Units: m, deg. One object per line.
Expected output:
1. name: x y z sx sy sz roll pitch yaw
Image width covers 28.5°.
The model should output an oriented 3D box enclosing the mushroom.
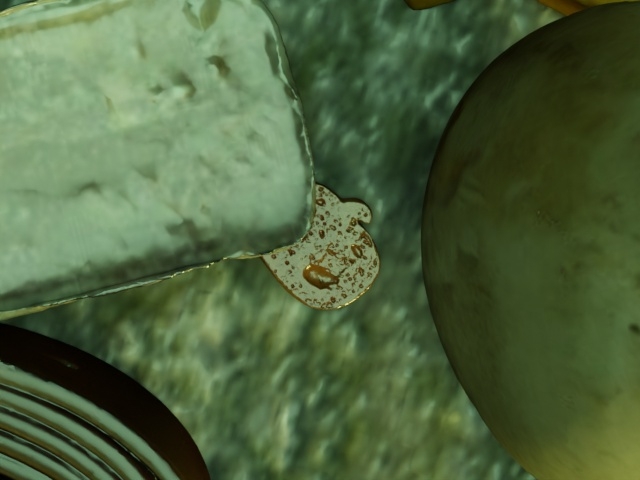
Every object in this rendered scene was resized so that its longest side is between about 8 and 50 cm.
1. mushroom: 0.214 0.005 0.719 0.290 0.292 0.292 -7 95 -18

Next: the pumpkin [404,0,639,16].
1. pumpkin: 0.127 -0.247 0.770 0.258 0.095 0.290 1 94 8

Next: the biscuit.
1. biscuit: 0.000 0.000 0.832 0.078 0.015 0.091 -36 95 1

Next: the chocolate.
1. chocolate: -0.161 -0.053 0.782 0.303 0.100 0.185 -13 90 -5

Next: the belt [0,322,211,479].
1. belt: -0.224 0.166 0.791 0.339 0.122 0.217 15 93 -2
